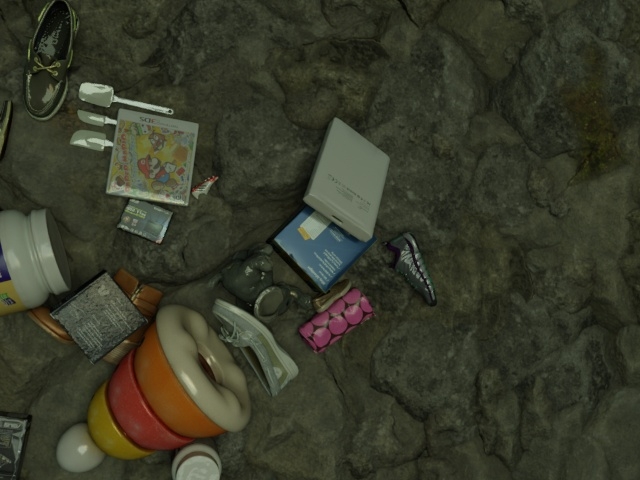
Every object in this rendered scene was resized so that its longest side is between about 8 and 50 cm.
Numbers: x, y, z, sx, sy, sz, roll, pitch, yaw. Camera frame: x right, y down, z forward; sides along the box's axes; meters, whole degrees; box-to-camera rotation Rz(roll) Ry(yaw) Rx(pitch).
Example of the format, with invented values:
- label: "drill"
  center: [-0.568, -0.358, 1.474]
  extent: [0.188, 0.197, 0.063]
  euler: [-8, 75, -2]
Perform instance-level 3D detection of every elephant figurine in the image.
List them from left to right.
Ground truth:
- label: "elephant figurine"
  center: [-0.144, 0.140, 1.715]
  extent: [0.186, 0.169, 0.239]
  euler: [-20, 111, 15]

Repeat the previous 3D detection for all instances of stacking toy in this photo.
- label: "stacking toy"
  center: [-0.439, 0.410, 1.580]
  extent: [0.480, 0.350, 0.351]
  euler: [-34, 96, 3]

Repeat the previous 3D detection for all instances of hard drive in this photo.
- label: "hard drive"
  center: [0.077, -0.165, 1.729]
  extent: [0.203, 0.040, 0.308]
  euler: [34, 46, -19]

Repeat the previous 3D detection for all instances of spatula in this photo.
- label: "spatula"
  center: [-0.509, -0.305, 1.702]
  extent: [0.242, 0.019, 0.168]
  euler: [11, 85, -13]

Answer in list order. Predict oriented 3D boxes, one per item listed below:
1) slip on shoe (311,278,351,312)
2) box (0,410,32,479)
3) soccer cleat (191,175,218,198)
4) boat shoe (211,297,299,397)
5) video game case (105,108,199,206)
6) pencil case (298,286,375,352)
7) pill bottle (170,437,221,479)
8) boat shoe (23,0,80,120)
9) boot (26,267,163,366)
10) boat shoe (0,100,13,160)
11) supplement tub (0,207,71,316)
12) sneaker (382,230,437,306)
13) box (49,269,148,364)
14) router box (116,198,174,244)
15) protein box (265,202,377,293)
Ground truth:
- label: "slip on shoe"
  center: [0.030, 0.141, 1.789]
  extent: [0.135, 0.051, 0.041]
  euler: [-39, 105, -24]
- label: "box"
  center: [-0.834, 0.499, 1.577]
  extent: [0.231, 0.056, 0.183]
  euler: [11, 86, -13]
- label: "soccer cleat"
  center: [-0.304, -0.142, 1.742]
  extent: [0.083, 0.029, 0.036]
  euler: [-34, 105, -9]
- label: "boat shoe"
  center: [-0.175, 0.272, 1.674]
  extent: [0.103, 0.118, 0.320]
  euler: [-49, 124, -21]
- label: "video game case"
  center: [-0.430, -0.212, 1.690]
  extent: [0.206, 0.026, 0.227]
  euler: [9, 80, -17]
- label: "pencil case"
  center: [0.045, 0.220, 1.782]
  extent: [0.209, 0.095, 0.098]
  euler: [-34, 103, -10]
- label: "pill bottle"
  center: [-0.306, 0.550, 1.616]
  extent: [0.121, 0.221, 0.121]
  euler: [0, 88, -13]
- label: "boat shoe"
  center: [-0.674, -0.452, 1.630]
  extent: [0.109, 0.091, 0.305]
  euler: [13, 85, -13]
- label: "boot"
  center: [-0.550, 0.164, 1.628]
  extent: [0.283, 0.109, 0.220]
  euler: [29, 83, -13]
- label: "boat shoe"
  center: [-0.792, -0.274, 1.614]
  extent: [0.049, 0.056, 0.152]
  euler: [12, 85, -18]
- label: "supplement tub"
  center: [-0.772, 0.064, 1.512]
  extent: [0.331, 0.241, 0.241]
  euler: [-16, 92, -13]
- label: "sneaker"
  center: [0.253, 0.090, 1.854]
  extent: [0.098, 0.083, 0.224]
  euler: [-21, 89, 7]
- label: "box"
  center: [-0.521, 0.177, 1.545]
  extent: [0.158, 0.093, 0.156]
  euler: [-39, 105, -17]
- label: "router box"
  center: [-0.452, -0.052, 1.696]
  extent: [0.122, 0.038, 0.092]
  euler: [22, 82, -12]
- label: "protein box"
  center: [0.000, 0.000, 1.752]
  extent: [0.201, 0.136, 0.200]
  euler: [-45, 98, -11]
